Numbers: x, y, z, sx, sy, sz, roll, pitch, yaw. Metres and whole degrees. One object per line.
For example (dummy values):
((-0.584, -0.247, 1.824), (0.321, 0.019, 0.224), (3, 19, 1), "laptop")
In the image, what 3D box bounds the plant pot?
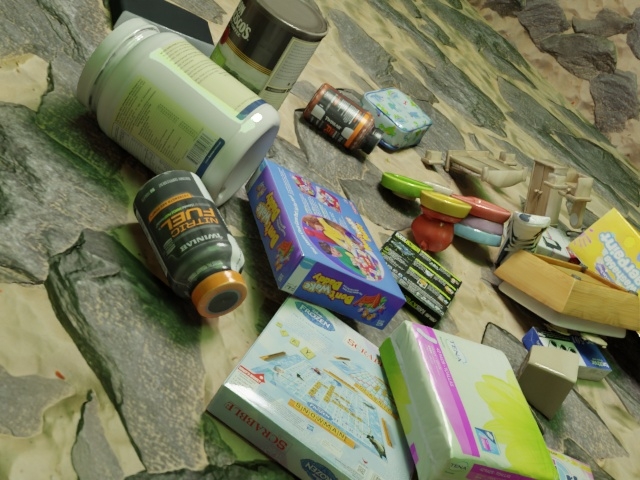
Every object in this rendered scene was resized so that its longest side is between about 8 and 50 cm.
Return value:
((0.458, 0.278, 1.738), (0.096, 0.109, 0.109), (27, 30, 9), "plant pot")

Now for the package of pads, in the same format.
((0.238, 0.278, 1.375), (0.229, 0.101, 0.297), (20, 33, -26), "package of pads")

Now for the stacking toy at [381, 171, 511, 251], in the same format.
((0.286, -0.056, 2.063), (0.309, 0.130, 0.279), (7, 15, -44), "stacking toy")

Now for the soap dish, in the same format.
((0.586, 0.122, 1.990), (0.290, 0.118, 0.229), (14, 14, -34), "soap dish")

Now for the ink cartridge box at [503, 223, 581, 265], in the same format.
((0.584, 0.015, 2.244), (0.175, 0.072, 0.127), (20, 35, -26), "ink cartridge box")

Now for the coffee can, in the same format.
((-0.135, -0.413, 1.912), (0.201, 0.275, 0.202), (25, 32, -17), "coffee can")

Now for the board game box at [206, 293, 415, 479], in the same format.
((0.020, 0.256, 1.356), (0.318, 0.066, 0.318), (37, 30, 1), "board game box")

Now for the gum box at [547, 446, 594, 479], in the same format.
((0.400, 0.426, 1.508), (0.188, 0.062, 0.107), (26, 32, -17), "gum box")

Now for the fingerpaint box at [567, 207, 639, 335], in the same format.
((0.876, 0.168, 2.150), (0.371, 0.163, 0.445), (25, 28, -49), "fingerpaint box")

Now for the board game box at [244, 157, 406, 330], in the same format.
((0.000, 0.000, 1.606), (0.233, 0.078, 0.347), (25, 23, -29), "board game box")

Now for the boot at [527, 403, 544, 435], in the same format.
((0.366, 0.295, 1.650), (0.198, 0.077, 0.137), (46, 27, 15), "boot")

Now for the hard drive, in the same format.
((-0.374, -0.518, 2.033), (0.254, 0.054, 0.172), (16, 36, -30), "hard drive")

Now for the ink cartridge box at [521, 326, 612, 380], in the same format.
((0.556, 0.257, 1.912), (0.207, 0.046, 0.097), (13, 39, -34), "ink cartridge box")

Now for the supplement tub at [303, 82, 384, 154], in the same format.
((0.062, -0.298, 2.118), (0.198, 0.106, 0.106), (35, 31, -1), "supplement tub")

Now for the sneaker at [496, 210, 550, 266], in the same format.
((0.488, 0.016, 2.053), (0.094, 0.153, 0.235), (11, -2, -1), "sneaker")

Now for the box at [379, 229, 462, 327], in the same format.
((0.197, 0.078, 1.802), (0.190, 0.045, 0.184), (38, 28, 4), "box")

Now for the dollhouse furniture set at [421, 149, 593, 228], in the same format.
((0.489, -0.125, 2.284), (0.355, 0.174, 0.303), (-1, 19, -22), "dollhouse furniture set")

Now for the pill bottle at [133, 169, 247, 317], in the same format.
((-0.208, 0.009, 1.403), (0.130, 0.130, 0.246), (2, 44, -44), "pill bottle")

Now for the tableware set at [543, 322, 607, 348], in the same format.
((0.574, 0.203, 1.948), (0.168, 0.020, 0.141), (21, 12, -1), "tableware set")

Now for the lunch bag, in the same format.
((0.196, -0.336, 2.319), (0.176, 0.090, 0.219), (45, 32, 12), "lunch bag")

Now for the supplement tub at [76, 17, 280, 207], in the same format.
((-0.263, -0.237, 1.583), (0.325, 0.235, 0.235), (38, 31, 3), "supplement tub")
